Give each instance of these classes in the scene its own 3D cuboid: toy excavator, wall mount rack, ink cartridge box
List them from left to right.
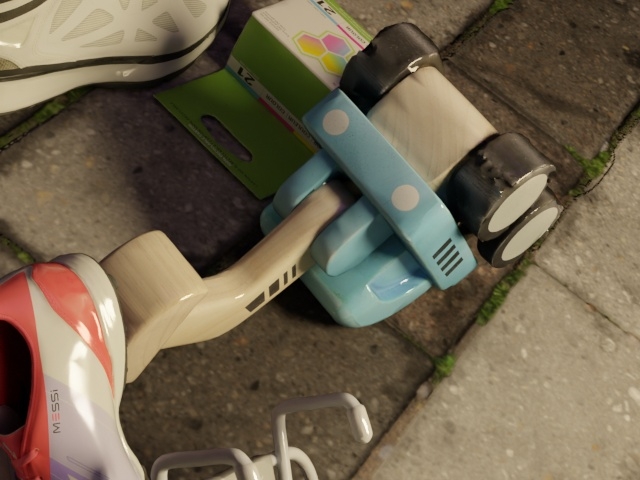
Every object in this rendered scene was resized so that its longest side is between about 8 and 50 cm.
[{"bbox_3d":[-0.024,0.294,1.211,0.350,0.130,0.304,-15,96,-63],"label":"wall mount rack"},{"bbox_3d":[-0.033,-0.173,1.739,0.189,0.097,0.255,45,41,14],"label":"ink cartridge box"},{"bbox_3d":[0.000,0.000,1.515,0.222,0.445,0.433,48,1,19],"label":"toy excavator"}]

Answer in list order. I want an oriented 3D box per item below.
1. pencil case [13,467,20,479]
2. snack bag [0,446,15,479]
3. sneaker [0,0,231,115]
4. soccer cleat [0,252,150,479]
[{"bbox_3d":[-0.289,0.160,1.246,0.206,0.088,0.086,4,49,-31],"label":"pencil case"},{"bbox_3d":[-0.368,0.210,1.098,0.342,0.037,0.323,-3,73,-33],"label":"snack bag"},{"bbox_3d":[-0.218,-0.299,1.623,0.169,0.257,0.447,45,41,14],"label":"sneaker"},{"bbox_3d":[-0.200,0.174,1.178,0.116,0.108,0.318,-18,104,-42],"label":"soccer cleat"}]
